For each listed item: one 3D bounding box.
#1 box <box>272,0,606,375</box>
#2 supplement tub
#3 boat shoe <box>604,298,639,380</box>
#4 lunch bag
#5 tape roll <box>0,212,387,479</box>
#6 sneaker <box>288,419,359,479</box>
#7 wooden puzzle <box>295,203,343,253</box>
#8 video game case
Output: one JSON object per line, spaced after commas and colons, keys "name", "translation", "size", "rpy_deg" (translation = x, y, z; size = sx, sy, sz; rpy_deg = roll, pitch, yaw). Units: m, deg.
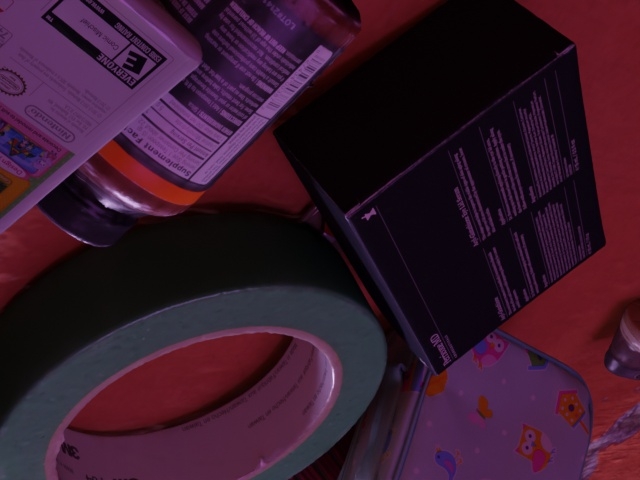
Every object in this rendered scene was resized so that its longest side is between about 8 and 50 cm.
{"name": "box", "translation": [0.102, -0.034, 0.745], "size": [0.184, 0.103, 0.261], "rpy_deg": [-39, 145, -5]}
{"name": "supplement tub", "translation": [-0.078, -0.087, 0.554], "size": [0.198, 0.106, 0.106], "rpy_deg": [-43, 143, 16]}
{"name": "boat shoe", "translation": [0.459, 0.126, 1.224], "size": [0.285, 0.103, 0.092], "rpy_deg": [2, 137, -34]}
{"name": "lunch bag", "translation": [0.127, 0.213, 0.931], "size": [0.224, 0.279, 0.108], "rpy_deg": [27, 161, -22]}
{"name": "tape roll", "translation": [-0.107, 0.118, 0.788], "size": [0.321, 0.077, 0.321], "rpy_deg": [-19, 143, -15]}
{"name": "sneaker", "translation": [0.016, 0.232, 1.007], "size": [0.252, 0.103, 0.111], "rpy_deg": [-11, 138, -26]}
{"name": "wooden puzzle", "translation": [0.000, 0.000, 0.794], "size": [0.078, 0.014, 0.116], "rpy_deg": [15, 123, -46]}
{"name": "video game case", "translation": [-0.196, -0.092, 0.452], "size": [0.193, 0.023, 0.212], "rpy_deg": [-36, 128, 21]}
